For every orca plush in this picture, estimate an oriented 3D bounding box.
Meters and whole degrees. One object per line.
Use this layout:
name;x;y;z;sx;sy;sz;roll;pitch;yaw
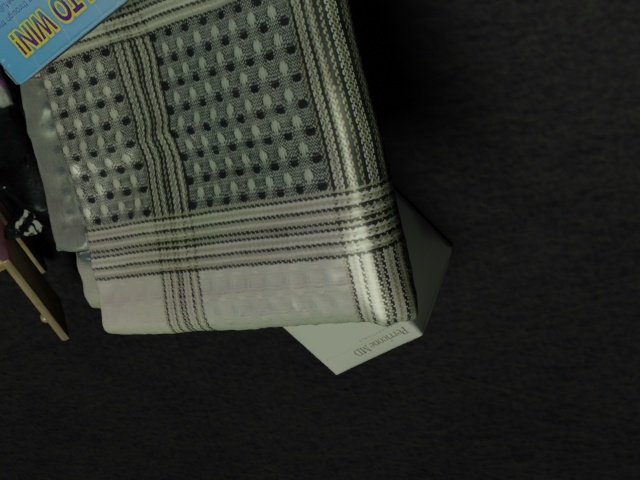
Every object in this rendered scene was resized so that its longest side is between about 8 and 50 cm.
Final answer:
orca plush;-0.316;-0.112;0.804;0.151;0.102;0.287;22;140;43

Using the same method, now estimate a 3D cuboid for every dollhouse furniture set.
dollhouse furniture set;-0.349;0.042;0.961;0.151;0.144;0.123;-25;137;-3

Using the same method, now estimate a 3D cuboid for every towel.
towel;-0.103;-0.086;0.684;0.324;0.056;0.312;-3;106;39

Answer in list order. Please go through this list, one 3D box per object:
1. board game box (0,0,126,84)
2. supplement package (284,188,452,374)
board game box;-0.152;-0.281;0.510;0.308;0.086;0.302;-25;111;37
supplement package;0.000;0.000;0.785;0.179;0.105;0.105;43;133;-16
